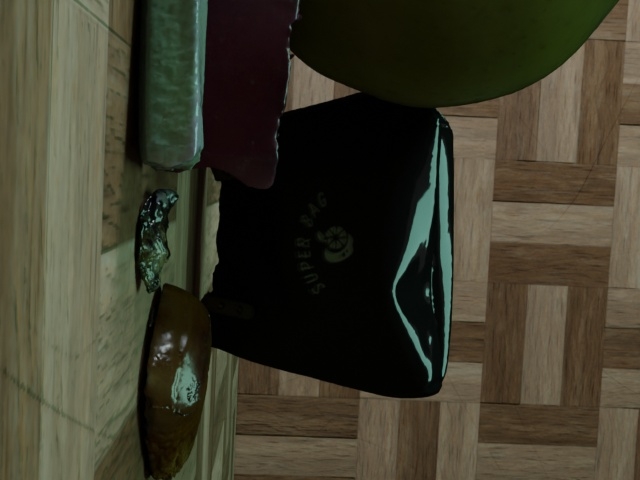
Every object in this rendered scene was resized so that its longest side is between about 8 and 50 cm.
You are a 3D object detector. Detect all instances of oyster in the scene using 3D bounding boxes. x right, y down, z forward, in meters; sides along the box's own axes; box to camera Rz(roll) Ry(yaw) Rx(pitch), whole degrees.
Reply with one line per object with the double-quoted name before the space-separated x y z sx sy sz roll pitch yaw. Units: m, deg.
"oyster" -0.106 -0.006 0.607 0.083 0.019 0.054 -91 -176 -55

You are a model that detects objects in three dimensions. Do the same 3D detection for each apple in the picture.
"apple" 0.106 -0.358 0.854 0.473 0.473 0.474 -177 -90 -87

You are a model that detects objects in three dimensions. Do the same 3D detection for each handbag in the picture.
"handbag" 0.000 0.000 1.029 0.152 0.288 0.342 14 77 -72

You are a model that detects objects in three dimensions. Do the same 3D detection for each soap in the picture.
"soap" -0.067 -0.137 0.743 0.250 0.099 0.162 -99 -168 -79

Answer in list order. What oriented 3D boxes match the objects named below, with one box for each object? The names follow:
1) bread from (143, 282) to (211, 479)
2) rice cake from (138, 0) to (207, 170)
"bread" -0.104 0.103 0.685 0.129 0.044 0.126 -95 -171 -49
"rice cake" -0.087 -0.149 0.562 0.080 0.042 0.222 146 -54 -81
